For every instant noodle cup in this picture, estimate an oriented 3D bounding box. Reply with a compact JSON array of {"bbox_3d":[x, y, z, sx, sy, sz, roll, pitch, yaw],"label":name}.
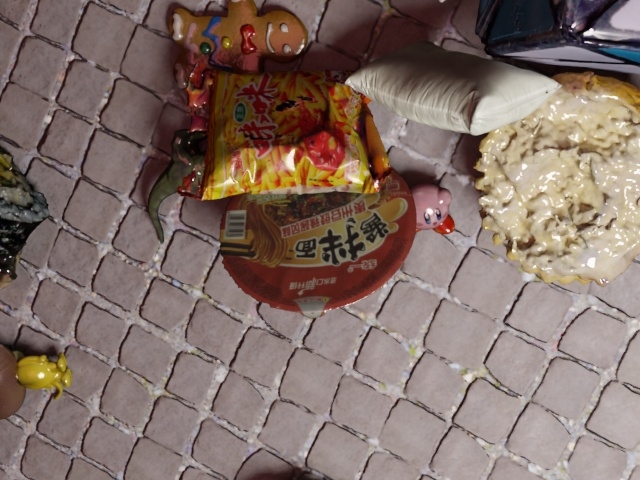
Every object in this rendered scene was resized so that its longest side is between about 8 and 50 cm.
[{"bbox_3d":[0.000,0.000,1.309,0.274,0.090,0.274,-5,58,8],"label":"instant noodle cup"}]

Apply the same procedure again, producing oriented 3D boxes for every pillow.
[{"bbox_3d":[0.162,-0.199,1.199,0.144,0.254,0.078,-34,126,-22],"label":"pillow"}]

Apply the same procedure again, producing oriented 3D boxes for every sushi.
[{"bbox_3d":[-0.550,-0.039,1.398,0.219,0.225,0.238,-38,55,23],"label":"sushi"}]

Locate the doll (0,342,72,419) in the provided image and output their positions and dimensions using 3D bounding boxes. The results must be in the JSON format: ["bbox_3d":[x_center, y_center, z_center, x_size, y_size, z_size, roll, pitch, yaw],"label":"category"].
[{"bbox_3d":[-0.489,0.221,1.485,0.188,0.096,0.145,9,127,-16],"label":"doll"}]

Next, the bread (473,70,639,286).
[{"bbox_3d":[0.332,-0.084,1.224,0.274,0.149,0.274,2,103,10],"label":"bread"}]

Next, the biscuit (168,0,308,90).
[{"bbox_3d":[-0.119,-0.287,1.360,0.205,0.031,0.138,-2,97,11],"label":"biscuit"}]

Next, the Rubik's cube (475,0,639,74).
[{"bbox_3d":[0.371,-0.339,1.058,0.310,0.307,0.305,7,100,-11],"label":"Rubik's cube"}]

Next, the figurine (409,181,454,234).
[{"bbox_3d":[0.142,-0.046,1.312,0.083,0.071,0.067,-12,53,6],"label":"figurine"}]

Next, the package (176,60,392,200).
[{"bbox_3d":[-0.042,-0.142,1.279,0.288,0.108,0.223,-1,56,5],"label":"package"}]

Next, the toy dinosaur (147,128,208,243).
[{"bbox_3d":[-0.166,-0.071,1.368,0.187,0.087,0.178,6,97,13],"label":"toy dinosaur"}]
